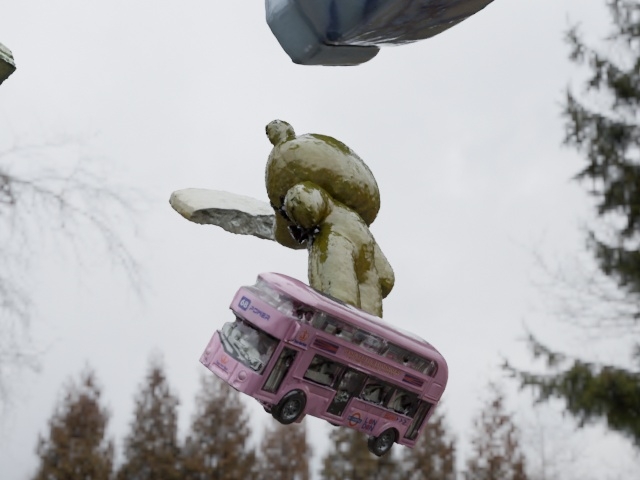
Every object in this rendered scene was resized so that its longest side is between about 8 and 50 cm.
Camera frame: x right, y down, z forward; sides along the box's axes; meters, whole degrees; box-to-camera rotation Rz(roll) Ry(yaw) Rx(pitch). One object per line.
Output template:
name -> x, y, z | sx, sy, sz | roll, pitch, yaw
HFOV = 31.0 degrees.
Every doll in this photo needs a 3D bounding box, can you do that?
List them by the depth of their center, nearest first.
doll -> 0.000, 0.000, 0.936 | 0.097, 0.209, 0.137 | -31, -50, 25

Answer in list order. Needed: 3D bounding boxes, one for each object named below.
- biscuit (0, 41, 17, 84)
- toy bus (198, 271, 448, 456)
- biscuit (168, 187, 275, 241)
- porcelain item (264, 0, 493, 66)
biscuit -> -0.447, -0.201, 1.171 | 0.147, 0.046, 0.250 | -37, -39, 19
toy bus -> 0.010, 0.087, 0.792 | 0.063, 0.090, 0.203 | 29, 2, 42
biscuit -> -0.119, -0.040, 1.664 | 0.188, 0.040, 0.265 | 19, 9, 14
porcelain item -> 0.111, -0.350, 1.351 | 0.243, 0.178, 0.405 | -8, -17, -40
